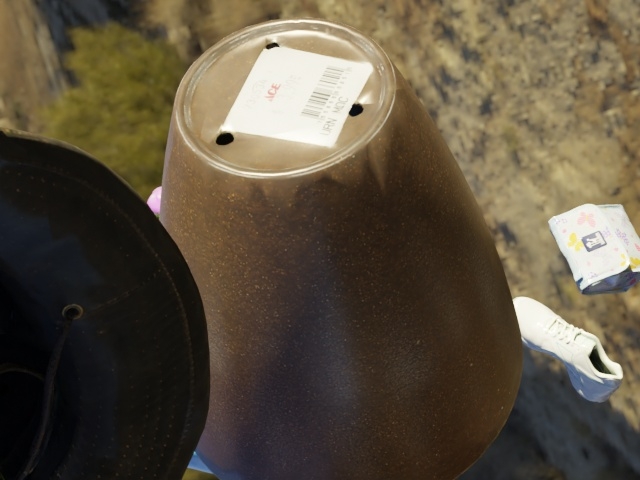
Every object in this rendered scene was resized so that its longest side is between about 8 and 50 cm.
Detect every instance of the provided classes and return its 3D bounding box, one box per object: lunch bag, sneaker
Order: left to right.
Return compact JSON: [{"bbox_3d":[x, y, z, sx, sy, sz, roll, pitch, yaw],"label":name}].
[{"bbox_3d":[0.275,0.111,1.420,0.152,0.054,0.061,41,152,7],"label":"sneaker"},{"bbox_3d":[0.240,0.008,1.106,0.053,0.083,0.071,-45,58,41],"label":"lunch bag"}]

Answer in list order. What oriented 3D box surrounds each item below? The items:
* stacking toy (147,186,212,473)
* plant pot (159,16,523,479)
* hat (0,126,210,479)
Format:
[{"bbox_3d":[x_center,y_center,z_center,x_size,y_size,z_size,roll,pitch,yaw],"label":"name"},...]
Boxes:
[{"bbox_3d":[-0.077,0.009,0.943,0.166,0.175,0.302,7,92,40],"label":"stacking toy"},{"bbox_3d":[0.000,0.000,0.692,0.230,0.215,0.215,78,170,-51],"label":"plant pot"},{"bbox_3d":[-0.213,0.052,0.599,0.134,0.331,0.331,52,160,44],"label":"hat"}]
